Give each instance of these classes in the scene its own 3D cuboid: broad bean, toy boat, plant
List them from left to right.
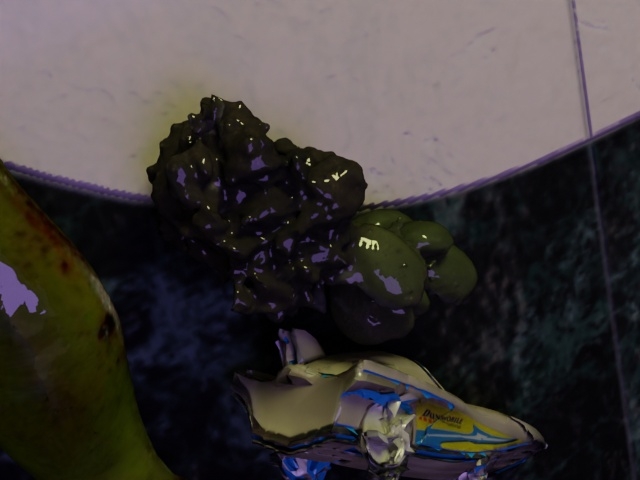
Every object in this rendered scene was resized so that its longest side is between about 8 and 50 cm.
[{"bbox_3d":[-0.137,0.004,0.399,0.077,0.061,0.339,-33,122,-1],"label":"broad bean"},{"bbox_3d":[0.000,0.000,0.461,0.174,0.087,0.085,28,133,-37],"label":"plant"},{"bbox_3d":[0.050,0.094,0.535,0.210,0.084,0.066,19,65,-44],"label":"toy boat"}]
